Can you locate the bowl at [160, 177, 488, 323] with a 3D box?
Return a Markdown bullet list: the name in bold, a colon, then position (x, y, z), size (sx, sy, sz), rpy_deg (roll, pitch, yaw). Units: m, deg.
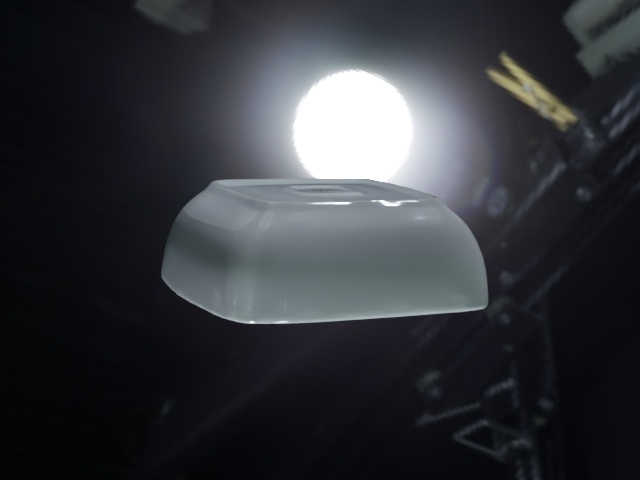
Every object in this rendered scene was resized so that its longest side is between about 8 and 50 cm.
- **bowl**: position (0.000, 0.000, 0.698), size (0.142, 0.142, 0.053), rpy_deg (-159, -111, -67)
